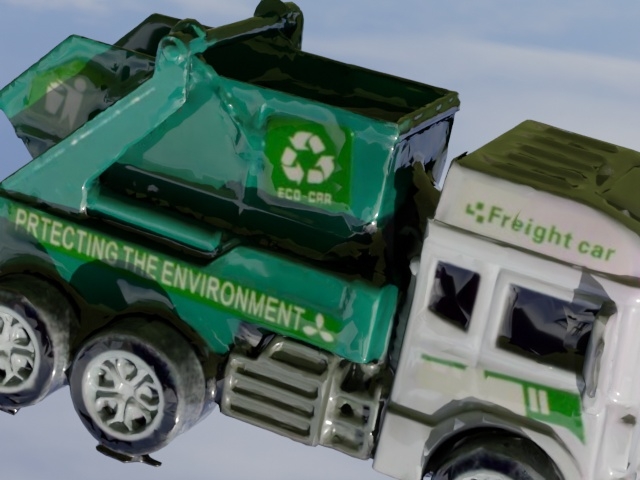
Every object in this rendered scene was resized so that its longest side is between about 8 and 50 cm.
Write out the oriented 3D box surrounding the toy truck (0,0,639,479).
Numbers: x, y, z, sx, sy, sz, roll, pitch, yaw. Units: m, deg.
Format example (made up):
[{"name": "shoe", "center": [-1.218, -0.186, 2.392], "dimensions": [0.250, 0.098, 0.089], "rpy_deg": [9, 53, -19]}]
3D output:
[{"name": "toy truck", "center": [0.000, 0.000, 0.470], "dimensions": [0.216, 0.116, 0.110], "rpy_deg": [18, -159, 20]}]
